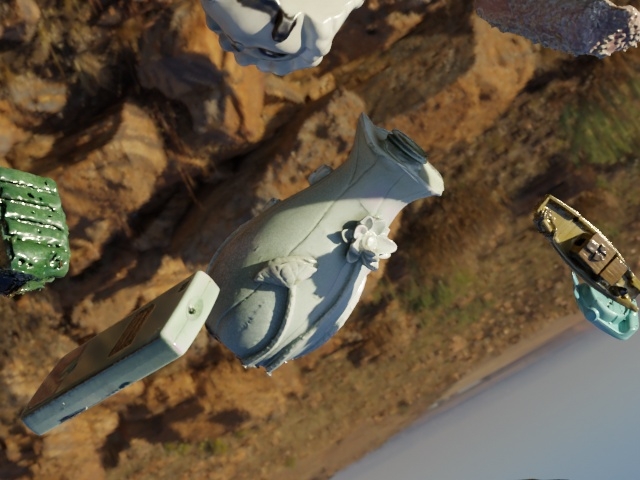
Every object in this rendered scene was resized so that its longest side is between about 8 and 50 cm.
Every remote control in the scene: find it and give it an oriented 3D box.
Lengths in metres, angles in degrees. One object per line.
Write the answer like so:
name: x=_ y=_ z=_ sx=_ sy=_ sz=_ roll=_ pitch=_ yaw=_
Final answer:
remote control: x=-0.285 y=0.162 z=1.188 sx=0.344 sy=0.050 sz=0.145 roll=-31 pitch=-159 yaw=33

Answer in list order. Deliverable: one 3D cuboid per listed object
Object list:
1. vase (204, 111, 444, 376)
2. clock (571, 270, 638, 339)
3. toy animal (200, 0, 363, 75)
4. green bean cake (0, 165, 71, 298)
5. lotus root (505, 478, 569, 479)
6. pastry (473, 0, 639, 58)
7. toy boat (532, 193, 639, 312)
vase: x=0.000 y=0.000 z=1.412 sx=0.445 sy=0.250 sz=0.250 roll=-47 pitch=160 yaw=18
clock: x=0.518 y=0.114 z=1.579 sx=0.045 sy=0.147 sz=0.108 roll=-55 pitch=-172 yaw=36
toy animal: x=-0.056 y=-0.308 z=1.074 sx=0.204 sy=0.208 sz=0.156 roll=-58 pitch=177 yaw=-24
green bean cake: x=-0.450 y=0.022 z=1.232 sx=0.107 sy=0.193 sz=0.208 roll=8 pitch=136 yaw=-42
lotus root: x=0.118 y=0.291 z=0.422 sx=0.250 sy=0.346 sz=0.250 roll=-11 pitch=170 yaw=-2
pastry: x=0.348 y=-0.344 z=1.281 sx=0.112 sy=0.265 sz=0.103 roll=-48 pitch=153 yaw=-35
toy boat: x=0.370 y=0.017 z=1.163 sx=0.064 sy=0.206 sz=0.072 roll=-48 pitch=-171 yaw=-1
